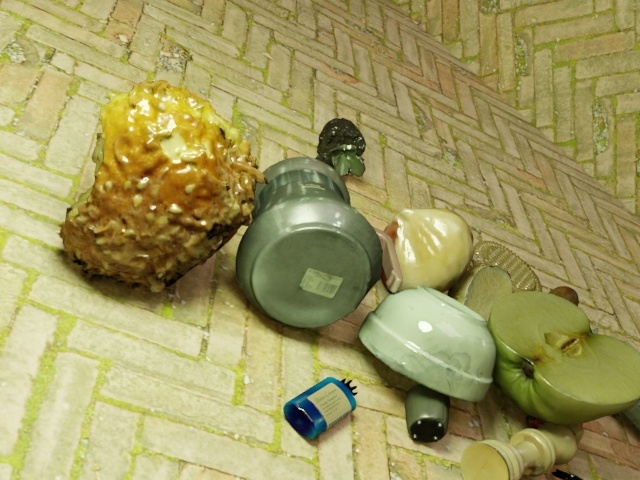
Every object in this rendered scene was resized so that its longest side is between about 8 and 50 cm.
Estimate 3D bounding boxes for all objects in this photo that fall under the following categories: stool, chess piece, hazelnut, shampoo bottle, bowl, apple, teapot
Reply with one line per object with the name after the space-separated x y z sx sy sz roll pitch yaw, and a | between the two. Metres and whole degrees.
0.221 0.359 1.782 0.096 0.096 0.110 27 35 -12 | stool
0.461 0.458 1.859 0.397 0.117 0.117 -1 46 -47 | chess piece
0.258 0.017 2.139 0.241 0.261 0.261 63 27 -15 | hazelnut
0.010 0.318 1.674 0.087 0.050 0.183 42 31 18 | shampoo bottle
0.250 0.206 1.867 0.307 0.163 0.307 27 7 -3 | bowl
0.543 0.262 1.961 0.360 0.320 0.311 -14 88 -42 | apple
0.000 0.000 1.877 0.376 0.305 0.361 18 27 -16 | teapot

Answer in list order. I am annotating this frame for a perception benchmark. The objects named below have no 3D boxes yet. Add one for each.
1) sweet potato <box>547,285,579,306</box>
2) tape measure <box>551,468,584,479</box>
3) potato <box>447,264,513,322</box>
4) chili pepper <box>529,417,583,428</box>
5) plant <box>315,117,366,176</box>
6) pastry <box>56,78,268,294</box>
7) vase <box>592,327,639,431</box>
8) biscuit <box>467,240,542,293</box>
0.634 0.215 2.364 0.109 0.109 0.385 41 32 10 | sweet potato
0.604 0.608 1.770 0.098 0.215 0.351 7 -4 -39 | tape measure
0.398 0.148 2.217 0.202 0.182 0.117 27 -11 -41 | potato
0.573 0.432 2.055 0.191 0.050 0.059 4 79 -26 | chili pepper
0.060 -0.260 2.449 0.142 0.131 0.203 27 22 -15 | plant
-0.292 -0.095 1.636 0.337 0.405 0.292 19 16 -20 | pastry
0.787 0.383 2.255 0.299 0.143 0.143 45 32 10 | vase
0.508 0.099 2.431 0.259 0.079 0.259 25 33 -18 | biscuit
